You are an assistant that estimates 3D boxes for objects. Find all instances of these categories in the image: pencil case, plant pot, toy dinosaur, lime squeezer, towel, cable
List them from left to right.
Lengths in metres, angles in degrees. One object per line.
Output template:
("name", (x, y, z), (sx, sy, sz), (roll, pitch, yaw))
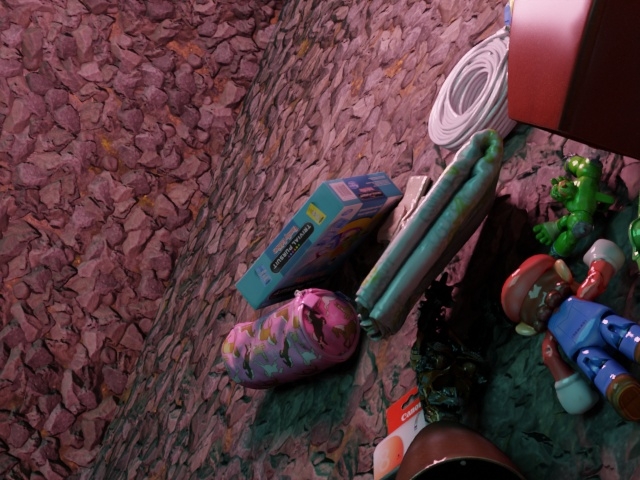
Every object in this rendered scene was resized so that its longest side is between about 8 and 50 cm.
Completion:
("pencil case", (-0.073, 0.221, 2.286), (0.386, 0.160, 0.167), (-31, 51, 54))
("towel", (0.194, 0.005, 1.822), (0.374, 0.090, 0.320), (-54, -9, -7))
("toy dinosaur", (0.206, 0.181, 1.785), (0.322, 0.164, 0.218), (57, 133, 51))
("plant pot", (0.197, 0.364, 1.549), (0.215, 0.215, 0.230), (-57, 10, 13))
("cable", (0.326, -0.290, 2.117), (0.257, 0.089, 0.257), (-13, 54, 62))
("plant pot", (0.429, -0.259, 1.571), (0.267, 0.267, 0.235), (-142, 70, -69))
("lime squeezer", (0.482, -0.008, 1.492), (0.310, 0.059, 0.110), (-96, 17, -55))

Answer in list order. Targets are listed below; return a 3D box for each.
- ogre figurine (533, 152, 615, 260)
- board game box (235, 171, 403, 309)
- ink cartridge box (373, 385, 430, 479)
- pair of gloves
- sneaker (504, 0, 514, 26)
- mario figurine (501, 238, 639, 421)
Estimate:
("ogre figurine", (0.411, -0.061, 1.687), (0.197, 0.097, 0.118), (-54, 1, -21))
("board game box", (0.000, 0.000, 2.299), (0.079, 0.254, 0.336), (50, 121, 17))
("ink cartridge box", (0.151, 0.331, 1.853), (0.145, 0.045, 0.179), (-45, 31, 34))
("pair of gloves", (0.196, -0.043, 2.175), (0.204, 0.042, 0.240), (-63, 22, -2))
("sneaker", (0.435, -0.525, 2.146), (0.240, 0.091, 0.126), (-56, 0, -27))
("mario figurine", (0.398, 0.126, 1.518), (0.198, 0.170, 0.320), (-27, 34, -10))
